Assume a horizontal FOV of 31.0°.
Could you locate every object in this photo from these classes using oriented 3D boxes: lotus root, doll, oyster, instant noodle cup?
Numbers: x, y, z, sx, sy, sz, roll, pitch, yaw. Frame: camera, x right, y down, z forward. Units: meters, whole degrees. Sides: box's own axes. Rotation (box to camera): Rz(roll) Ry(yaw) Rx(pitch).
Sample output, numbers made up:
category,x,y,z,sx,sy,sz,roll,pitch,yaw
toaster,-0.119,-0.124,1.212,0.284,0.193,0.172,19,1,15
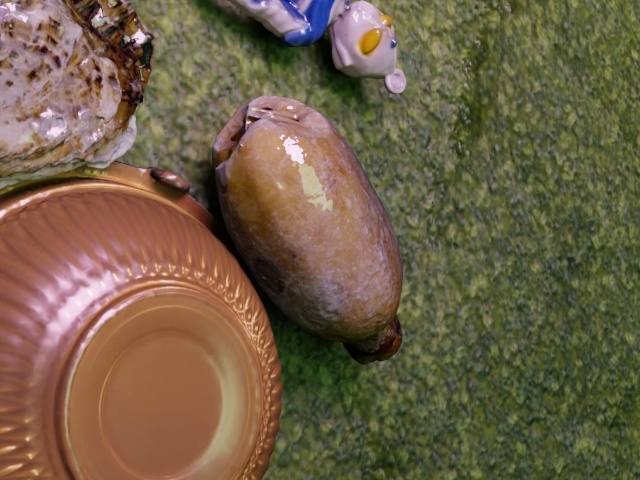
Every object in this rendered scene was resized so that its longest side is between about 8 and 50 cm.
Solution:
category,x,y,z,sx,sy,sz,roll,pitch,yaw
lotus root,0.000,0.000,0.703,0.088,0.113,0.192,-30,118,2
doll,-0.016,-0.177,0.730,0.227,0.057,0.114,41,59,-28
oyster,-0.160,-0.087,0.597,0.177,0.064,0.125,2,89,-46
instant noodle cup,-0.105,0.084,0.622,0.274,0.091,0.274,2,87,-40
